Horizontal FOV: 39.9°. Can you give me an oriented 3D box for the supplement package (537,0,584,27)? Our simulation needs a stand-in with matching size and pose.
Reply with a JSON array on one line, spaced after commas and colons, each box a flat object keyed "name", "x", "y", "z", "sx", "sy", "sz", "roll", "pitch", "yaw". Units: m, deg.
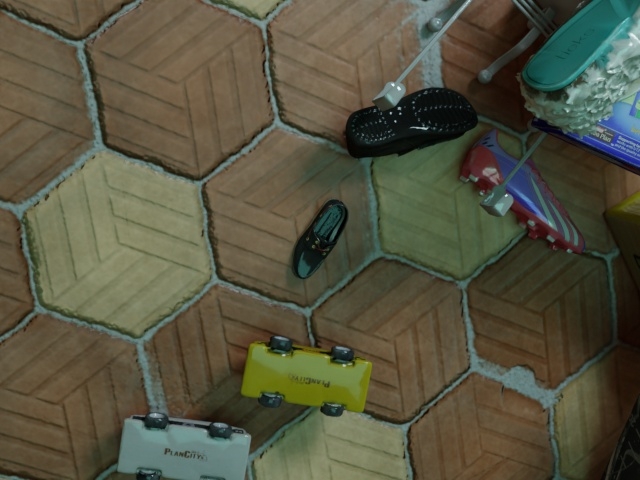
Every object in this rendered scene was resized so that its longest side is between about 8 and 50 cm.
[{"name": "supplement package", "x": 0.460, "y": -0.380, "z": 1.300, "sx": 0.203, "sy": 0.149, "sz": 0.194, "roll": -45, "pitch": 106, "yaw": -3}]

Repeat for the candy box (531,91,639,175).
[{"name": "candy box", "x": 0.477, "y": -0.246, "z": 1.187, "sx": 0.268, "sy": 0.122, "sz": 0.317, "roll": 22, "pitch": 98, "yaw": -12}]

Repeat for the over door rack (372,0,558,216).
[{"name": "over door rack", "x": 0.239, "y": -0.223, "z": 1.278, "sx": 0.239, "sy": 0.108, "sz": 0.324, "roll": 42, "pitch": 68, "yaw": -10}]

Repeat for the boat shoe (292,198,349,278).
[{"name": "boat shoe", "x": -0.002, "y": -0.001, "z": 1.317, "sx": 0.049, "sy": 0.042, "sz": 0.133, "roll": 28, "pitch": 94, "yaw": -17}]

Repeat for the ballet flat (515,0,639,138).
[{"name": "ballet flat", "x": 0.407, "y": -0.287, "z": 1.060, "sx": 0.409, "sy": 0.147, "sz": 0.147, "roll": -45, "pitch": 105, "yaw": 7}]

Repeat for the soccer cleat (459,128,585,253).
[{"name": "soccer cleat", "x": 0.327, "y": -0.069, "z": 1.361, "sx": 0.248, "sy": 0.083, "sz": 0.095, "roll": 35, "pitch": 86, "yaw": -13}]

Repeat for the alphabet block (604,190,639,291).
[{"name": "alphabet block", "x": 0.599, "y": 0.007, "z": 1.373, "sx": 0.192, "sy": 0.193, "sz": 0.197, "roll": -30, "pitch": 104, "yaw": -8}]

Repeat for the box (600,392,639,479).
[{"name": "box", "x": 0.645, "y": 0.430, "z": 1.224, "sx": 0.298, "sy": 0.479, "sz": 0.471, "roll": -2, "pitch": 127, "yaw": -10}]

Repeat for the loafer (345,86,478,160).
[{"name": "loafer", "x": 0.129, "y": -0.170, "z": 1.309, "sx": 0.220, "sy": 0.078, "sz": 0.080, "roll": -11, "pitch": 69, "yaw": -21}]

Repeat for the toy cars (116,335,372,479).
[{"name": "toy cars", "x": -0.113, "y": 0.252, "z": 1.314, "sx": 0.394, "sy": 0.087, "sz": 0.176, "roll": -31, "pitch": 99, "yaw": -3}]
